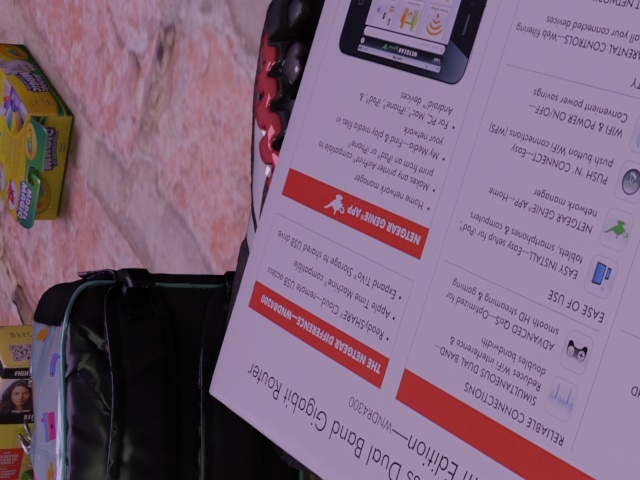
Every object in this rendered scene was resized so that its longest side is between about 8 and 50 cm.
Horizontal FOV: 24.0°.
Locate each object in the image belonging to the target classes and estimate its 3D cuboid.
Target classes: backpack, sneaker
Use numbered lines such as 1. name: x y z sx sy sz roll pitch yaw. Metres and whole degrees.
1. backpack: -0.093 0.118 0.896 0.144 0.166 0.188 160 109 -63
2. sneaker: 0.000 0.000 0.788 0.135 0.097 0.276 -23 73 58

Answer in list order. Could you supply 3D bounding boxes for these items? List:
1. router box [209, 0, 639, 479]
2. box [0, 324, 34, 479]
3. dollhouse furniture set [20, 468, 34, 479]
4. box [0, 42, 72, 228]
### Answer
1. router box: 0.107 -0.026 0.528 0.335 0.082 0.301 28 103 55
2. box: -0.253 0.177 1.279 0.058 0.087 0.232 57 138 45
3. dollhouse furniture set: -0.179 0.237 1.212 0.152 0.058 0.076 30 112 36
4. box: -0.262 -0.093 1.326 0.179 0.043 0.105 52 135 50
